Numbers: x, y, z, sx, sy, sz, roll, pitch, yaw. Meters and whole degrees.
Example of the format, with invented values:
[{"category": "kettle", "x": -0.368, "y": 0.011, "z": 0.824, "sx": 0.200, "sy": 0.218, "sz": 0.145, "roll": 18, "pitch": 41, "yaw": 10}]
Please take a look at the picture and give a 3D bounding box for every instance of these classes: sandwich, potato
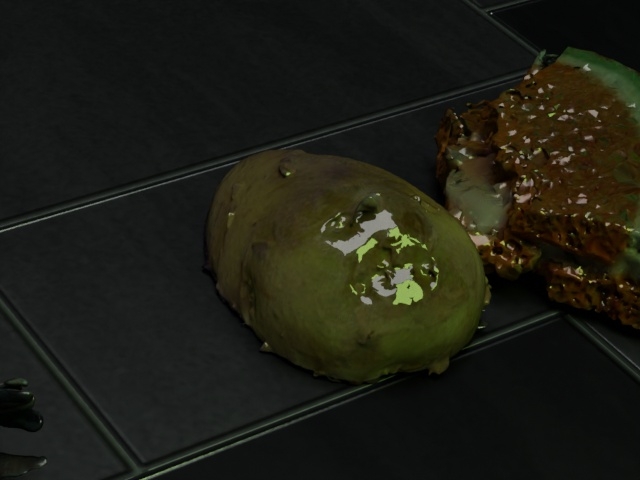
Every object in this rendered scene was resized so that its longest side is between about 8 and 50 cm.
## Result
[{"category": "sandwich", "x": 0.146, "y": -0.043, "z": 1.019, "sx": 0.159, "sy": 0.079, "sz": 0.235, "roll": 6, "pitch": 37, "yaw": -2}, {"category": "potato", "x": 0.000, "y": 0.000, "z": 0.927, "sx": 0.172, "sy": 0.089, "sz": 0.100, "roll": 25, "pitch": 42, "yaw": 19}]

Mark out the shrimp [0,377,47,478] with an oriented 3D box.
[{"category": "shrimp", "x": -0.167, "y": 0.110, "z": 0.748, "sx": 0.152, "sy": 0.046, "sz": 0.219, "roll": -27, "pitch": 25, "yaw": -37}]
